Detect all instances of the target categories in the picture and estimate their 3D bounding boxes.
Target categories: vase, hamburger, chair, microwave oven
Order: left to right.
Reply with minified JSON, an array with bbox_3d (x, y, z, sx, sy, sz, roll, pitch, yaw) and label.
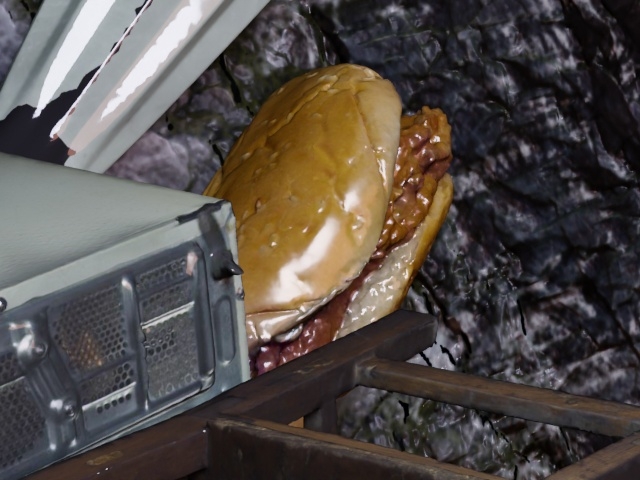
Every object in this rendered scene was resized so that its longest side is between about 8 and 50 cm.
[{"bbox_3d":[-0.216,0.172,1.014,0.247,0.333,0.394,-23,115,-41],"label":"microwave oven"},{"bbox_3d":[-0.124,-0.155,1.253,0.165,0.165,0.360,43,66,-28],"label":"vase"},{"bbox_3d":[0.000,0.000,1.331,0.155,0.245,0.282,41,19,-24],"label":"hamburger"},{"bbox_3d":[0.014,0.185,0.841,0.416,0.241,0.203,-21,118,-50],"label":"chair"}]
